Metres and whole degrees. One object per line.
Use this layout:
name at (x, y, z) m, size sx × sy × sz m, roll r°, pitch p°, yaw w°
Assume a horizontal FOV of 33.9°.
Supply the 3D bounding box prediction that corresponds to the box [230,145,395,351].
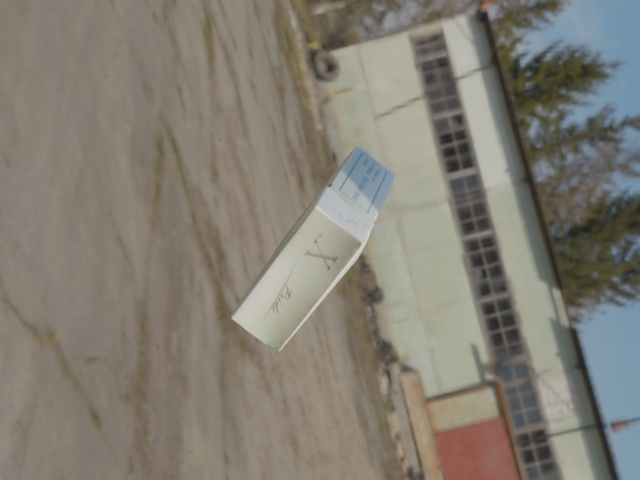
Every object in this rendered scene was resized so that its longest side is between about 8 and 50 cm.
box at (0.000, 0.000, 0.633) m, size 0.040 × 0.084 × 0.154 m, roll 40°, pitch 20°, yaw -2°
